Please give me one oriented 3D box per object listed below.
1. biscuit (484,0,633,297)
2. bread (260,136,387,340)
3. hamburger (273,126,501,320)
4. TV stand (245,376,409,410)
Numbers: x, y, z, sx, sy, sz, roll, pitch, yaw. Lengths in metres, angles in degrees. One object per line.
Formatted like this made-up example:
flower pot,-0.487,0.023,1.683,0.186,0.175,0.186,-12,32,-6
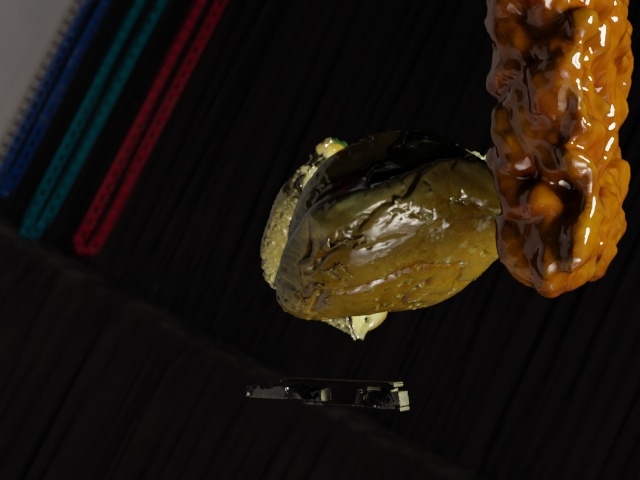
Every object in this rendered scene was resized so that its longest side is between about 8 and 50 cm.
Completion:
biscuit,0.223,-0.122,1.119,0.111,0.312,0.318,0,12,21
bread,-0.004,0.006,1.624,0.133,0.174,0.251,-12,-64,28
hamburger,0.087,-0.002,1.342,0.285,0.265,0.134,-2,51,-28
TV stand,0.008,0.219,1.771,0.249,0.042,0.036,-1,-2,28
